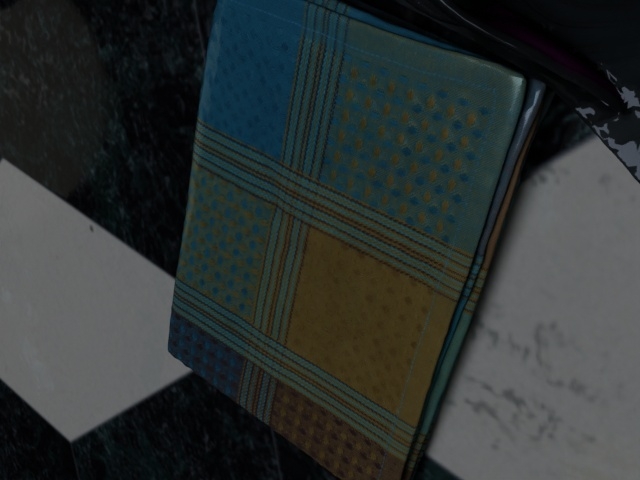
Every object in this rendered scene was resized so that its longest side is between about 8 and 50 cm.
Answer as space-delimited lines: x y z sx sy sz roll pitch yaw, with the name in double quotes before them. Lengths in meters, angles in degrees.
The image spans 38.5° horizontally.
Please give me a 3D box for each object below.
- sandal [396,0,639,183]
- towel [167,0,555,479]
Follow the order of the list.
"sandal" 0.130 -0.145 0.455 0.446 0.107 0.167 45 114 23
"towel" 0.000 0.000 0.692 0.271 0.040 0.370 31 125 28
